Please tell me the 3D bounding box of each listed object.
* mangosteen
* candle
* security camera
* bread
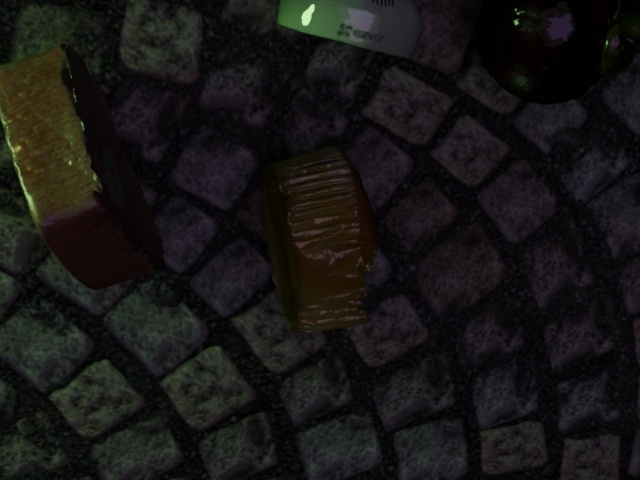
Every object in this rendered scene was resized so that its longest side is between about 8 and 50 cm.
[{"bbox_3d":[0.320,-0.281,1.411,0.216,0.216,0.216,-4,109,-13],"label":"mangosteen"},{"bbox_3d":[-0.302,-0.065,1.294,0.131,0.287,0.316,-22,114,-1],"label":"candle"},{"bbox_3d":[0.057,-0.362,1.336,0.195,0.194,0.236,9,103,-17],"label":"security camera"},{"bbox_3d":[0.000,0.000,1.443,0.133,0.179,0.250,-13,110,-15],"label":"bread"}]
